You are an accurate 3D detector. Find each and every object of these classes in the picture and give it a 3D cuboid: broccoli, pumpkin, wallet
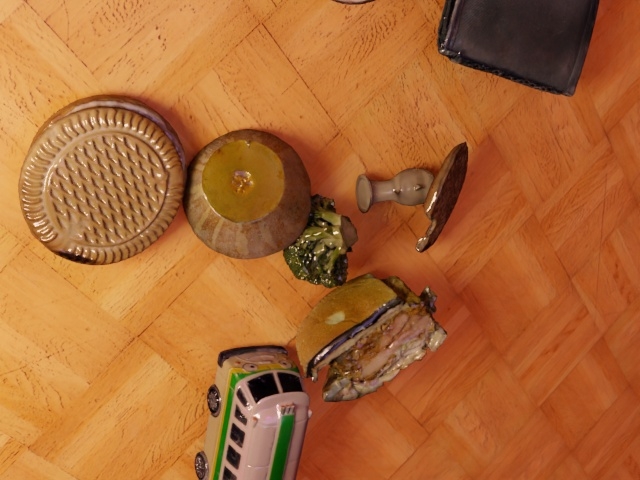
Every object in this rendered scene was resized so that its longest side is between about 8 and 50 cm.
[{"bbox_3d":[0.000,0.000,1.344,0.145,0.138,0.162,19,62,-41],"label":"broccoli"},{"bbox_3d":[-0.113,-0.073,1.220,0.217,0.110,0.217,-1,94,-8],"label":"pumpkin"},{"bbox_3d":[0.365,-0.413,1.412,0.342,0.075,0.237,8,96,-32],"label":"wallet"}]

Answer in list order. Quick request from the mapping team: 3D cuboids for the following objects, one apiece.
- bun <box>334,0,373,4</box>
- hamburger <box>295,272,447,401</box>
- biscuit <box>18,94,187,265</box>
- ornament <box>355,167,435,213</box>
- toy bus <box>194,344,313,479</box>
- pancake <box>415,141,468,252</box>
[{"bbox_3d":[0.052,-0.456,1.179,0.172,0.120,0.173,0,124,0],"label":"bun"},{"bbox_3d":[0.087,0.167,1.438,0.288,0.192,0.168,-34,115,-2],"label":"hamburger"},{"bbox_3d":[-0.315,-0.086,1.132,0.259,0.079,0.259,-13,117,-28],"label":"biscuit"},{"bbox_3d":[0.147,-0.095,1.421,0.156,0.081,0.075,-8,94,-25],"label":"ornament"},{"bbox_3d":[-0.118,0.360,1.385,0.143,0.179,0.305,1,109,-32],"label":"toy bus"},{"bbox_3d":[0.235,-0.081,1.448,0.212,0.029,0.235,-51,157,-39],"label":"pancake"}]
